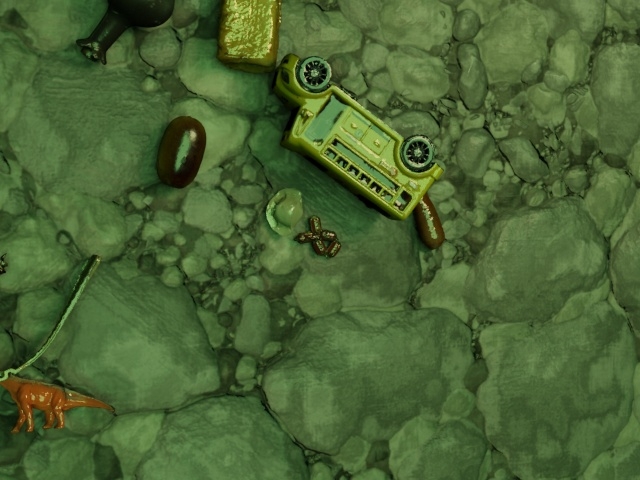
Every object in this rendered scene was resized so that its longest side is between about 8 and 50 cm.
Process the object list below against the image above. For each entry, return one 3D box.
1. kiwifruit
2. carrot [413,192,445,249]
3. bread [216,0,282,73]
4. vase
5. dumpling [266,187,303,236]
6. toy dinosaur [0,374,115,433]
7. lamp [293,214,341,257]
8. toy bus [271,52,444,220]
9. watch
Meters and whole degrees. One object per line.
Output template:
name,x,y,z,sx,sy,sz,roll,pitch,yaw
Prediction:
kiwifruit,-0.235,-0.150,1.211,0.075,0.075,0.125,13,95,-17
carrot,0.184,-0.084,1.359,0.048,0.048,0.216,-24,96,-14
bread,-0.120,-0.396,1.220,0.113,0.083,0.211,5,93,-12
vase,-0.320,-0.366,1.154,0.120,0.120,0.183,40,96,-16
dumpling,-0.064,-0.053,1.289,0.052,0.057,0.076,-33,136,-47
toy dinosaur,-0.483,0.267,1.178,0.279,0.055,0.102,8,65,-18
lamp,0.000,0.000,1.315,0.083,0.031,0.063,41,83,-20
toy bus,0.043,-0.178,1.243,0.331,0.145,0.151,35,89,-11
watch,-0.492,0.103,1.149,0.164,0.102,0.269,33,75,-14
